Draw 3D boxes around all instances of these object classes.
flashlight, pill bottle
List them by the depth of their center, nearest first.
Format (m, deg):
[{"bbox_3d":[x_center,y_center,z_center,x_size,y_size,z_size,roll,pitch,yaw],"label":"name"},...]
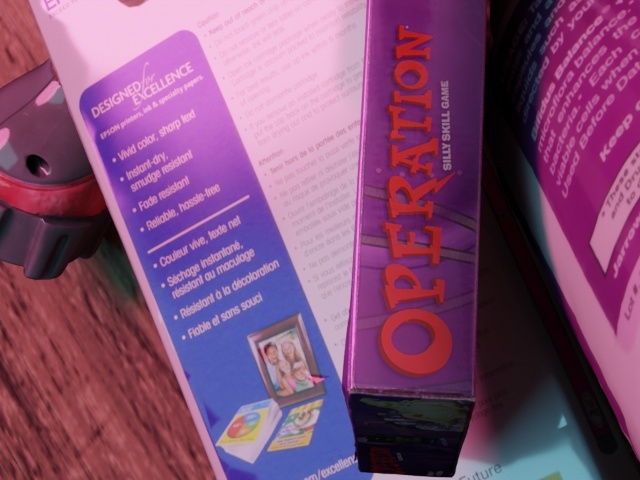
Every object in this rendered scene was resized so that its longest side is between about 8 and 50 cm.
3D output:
[{"bbox_3d":[0.150,-0.029,0.609,0.301,0.169,0.169,-106,33,-59],"label":"pill bottle"},{"bbox_3d":[-0.116,-0.120,0.947,0.103,0.103,0.304,22,125,-10],"label":"flashlight"}]

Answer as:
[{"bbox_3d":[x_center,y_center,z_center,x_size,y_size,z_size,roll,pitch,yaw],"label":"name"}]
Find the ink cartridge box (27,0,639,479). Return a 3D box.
[{"bbox_3d":[0.000,0.000,0.845,0.175,0.069,0.371,-28,79,23],"label":"ink cartridge box"}]

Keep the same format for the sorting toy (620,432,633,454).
[{"bbox_3d":[0.108,0.094,0.842,0.083,0.012,0.062,-30,76,41],"label":"sorting toy"}]

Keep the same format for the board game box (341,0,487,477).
[{"bbox_3d":[0.041,-0.093,0.695,0.208,0.056,0.347,97,176,-75],"label":"board game box"}]
